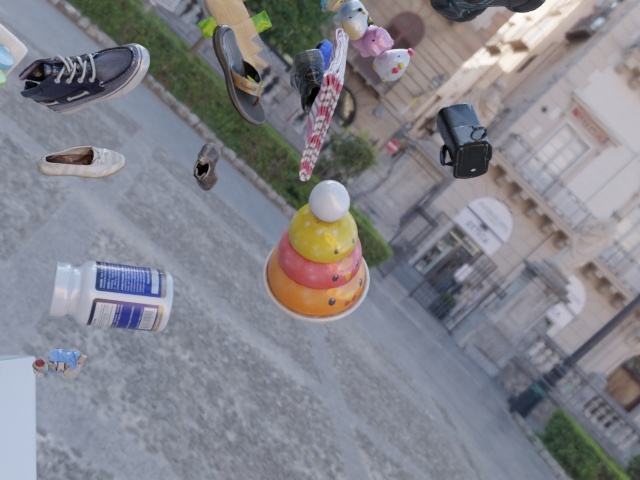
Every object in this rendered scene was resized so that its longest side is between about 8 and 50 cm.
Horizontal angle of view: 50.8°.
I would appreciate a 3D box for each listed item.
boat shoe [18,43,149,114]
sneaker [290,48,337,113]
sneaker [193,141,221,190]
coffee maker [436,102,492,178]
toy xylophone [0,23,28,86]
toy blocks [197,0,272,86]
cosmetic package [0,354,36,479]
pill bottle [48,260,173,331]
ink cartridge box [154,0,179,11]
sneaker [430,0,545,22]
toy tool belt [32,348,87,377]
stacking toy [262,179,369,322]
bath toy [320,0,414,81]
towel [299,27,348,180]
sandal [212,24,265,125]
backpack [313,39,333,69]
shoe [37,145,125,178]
[{"bbox_3d":[-0.613,-0.425,1.728,0.158,0.341,0.127,12,60,-63],"label":"boat shoe"},{"bbox_3d":[-0.017,-0.339,1.547,0.227,0.087,0.130,122,-44,-84],"label":"sneaker"},{"bbox_3d":[-0.310,-0.182,1.768,0.066,0.071,0.188,32,-34,7],"label":"sneaker"},{"bbox_3d":[0.382,-0.279,1.767,0.120,0.171,0.178,7,46,-19],"label":"coffee maker"},{"bbox_3d":[-0.514,-0.229,0.835,0.236,0.081,0.322,38,25,-28],"label":"toy xylophone"},{"bbox_3d":[-0.269,-0.637,2.046,0.381,0.191,0.261,63,-6,-14],"label":"toy blocks"},{"bbox_3d":[-0.766,0.379,1.187,0.327,0.394,0.329,7,80,-63],"label":"cosmetic package"},{"bbox_3d":[-0.495,0.129,1.595,0.265,0.153,0.153,10,24,-24],"label":"pill bottle"},{"bbox_3d":[-0.319,-0.612,1.403,0.153,0.208,0.087,27,31,-27],"label":"ink cartridge box"},{"bbox_3d":[0.275,-0.451,1.182,0.106,0.101,0.267,9,4,-33],"label":"sneaker"},{"bbox_3d":[-0.455,0.209,1.177,0.083,0.051,0.052,9,52,-28],"label":"toy tool belt"},{"bbox_3d":[0.000,0.000,2.045,0.350,0.351,0.480,49,-26,26],"label":"stacking toy"},{"bbox_3d":[0.150,-0.603,1.979,0.348,0.129,0.151,39,44,-37],"label":"bath toy"},{"bbox_3d":[0.000,-0.207,1.032,0.029,0.197,0.144,15,44,-7],"label":"towel"},{"bbox_3d":[-0.154,-0.337,1.383,0.090,0.060,0.219,-56,135,-55],"label":"sandal"},{"bbox_3d":[0.010,-0.470,1.821,0.101,0.120,0.098,32,-22,-11],"label":"backpack"},{"bbox_3d":[-0.607,-0.202,1.730,0.219,0.058,0.076,-9,70,-32],"label":"shoe"}]
